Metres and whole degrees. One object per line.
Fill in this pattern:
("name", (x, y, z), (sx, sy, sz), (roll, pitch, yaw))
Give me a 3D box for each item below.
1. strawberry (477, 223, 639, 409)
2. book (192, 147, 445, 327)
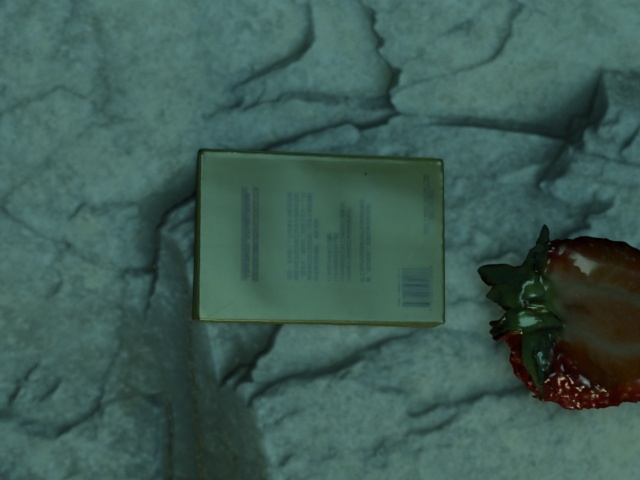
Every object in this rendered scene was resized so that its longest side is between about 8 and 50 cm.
("strawberry", (0.267, 0.074, 1.700), (0.228, 0.098, 0.174), (-5, 68, -23))
("book", (0.000, 0.000, 1.688), (0.231, 0.026, 0.161), (2, 82, -11))
